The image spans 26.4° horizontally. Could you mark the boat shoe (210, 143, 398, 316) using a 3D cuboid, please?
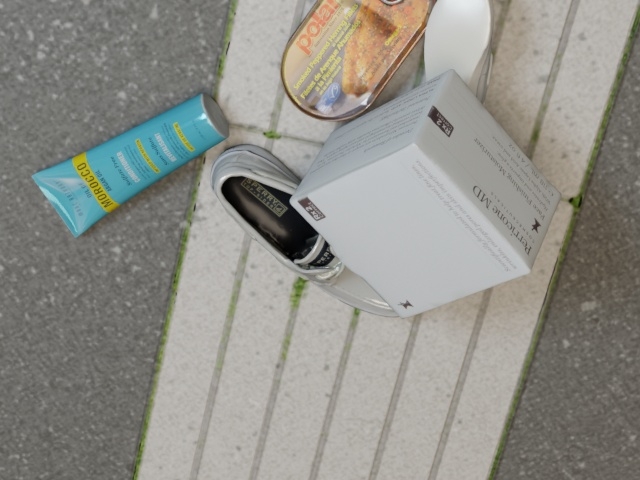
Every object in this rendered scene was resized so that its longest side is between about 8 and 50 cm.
[{"bbox_3d":[0.000,0.000,1.414,0.267,0.088,0.096,41,106,-14],"label":"boat shoe"}]

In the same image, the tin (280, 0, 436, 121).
[{"bbox_3d":[0.036,-0.207,1.362,0.106,0.040,0.189,33,108,-16],"label":"tin"}]

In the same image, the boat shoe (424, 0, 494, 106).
[{"bbox_3d":[0.143,-0.174,1.361,0.066,0.063,0.184,9,115,21],"label":"boat shoe"}]

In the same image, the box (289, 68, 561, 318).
[{"bbox_3d":[0.103,-0.040,1.338,0.182,0.119,0.181,-23,119,44],"label":"box"}]

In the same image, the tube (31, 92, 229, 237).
[{"bbox_3d":[-0.193,-0.082,1.409,0.207,0.052,0.080,-28,102,16],"label":"tube"}]
